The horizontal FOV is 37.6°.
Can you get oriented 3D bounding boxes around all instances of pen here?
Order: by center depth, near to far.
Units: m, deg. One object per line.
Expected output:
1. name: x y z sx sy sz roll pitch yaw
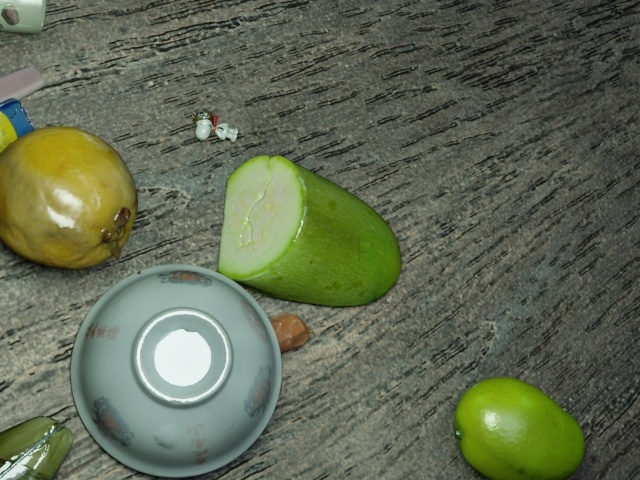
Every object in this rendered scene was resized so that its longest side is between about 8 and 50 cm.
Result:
1. pen: -0.549 -0.231 1.546 0.197 0.032 0.053 -33 90 -32

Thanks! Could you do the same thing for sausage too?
1. sausage: -0.089 0.171 1.607 0.169 0.065 0.065 -24 84 -29

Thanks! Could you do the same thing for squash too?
1. squash: 0.000 0.000 1.708 0.309 0.210 0.234 26 59 -47

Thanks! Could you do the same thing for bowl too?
1. bowl: -0.216 0.188 1.449 0.345 0.157 0.345 3 76 -10

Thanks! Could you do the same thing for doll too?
1. doll: -0.190 -0.206 1.700 0.085 0.040 0.058 -3 87 -21

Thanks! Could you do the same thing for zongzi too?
1. zongzi: -0.503 0.314 1.341 0.242 0.112 0.221 35 64 -10

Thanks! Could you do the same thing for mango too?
1. mango: 0.366 0.361 1.710 0.273 0.149 0.185 34 60 -17

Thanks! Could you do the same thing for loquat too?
1. loquat: -0.401 -0.066 1.471 0.238 0.193 0.238 12 46 -13

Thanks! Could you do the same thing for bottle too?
1. bottle: -0.584 -0.405 1.538 0.253 0.120 0.120 -1 74 -24

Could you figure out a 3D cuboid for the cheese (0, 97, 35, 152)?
1. cheese: -0.568 -0.136 1.474 0.270 0.069 0.177 -35 108 -35
